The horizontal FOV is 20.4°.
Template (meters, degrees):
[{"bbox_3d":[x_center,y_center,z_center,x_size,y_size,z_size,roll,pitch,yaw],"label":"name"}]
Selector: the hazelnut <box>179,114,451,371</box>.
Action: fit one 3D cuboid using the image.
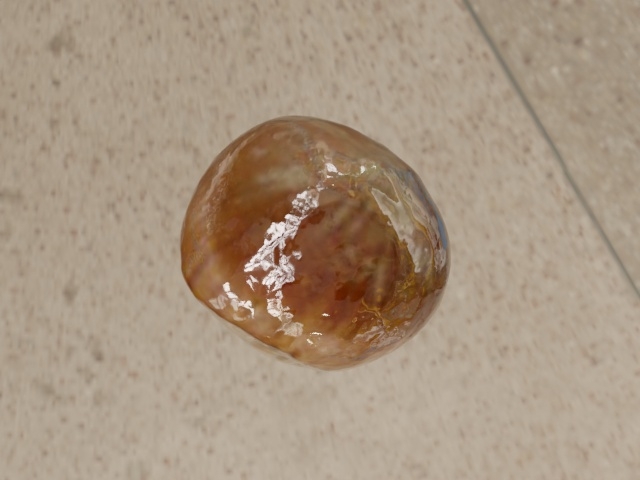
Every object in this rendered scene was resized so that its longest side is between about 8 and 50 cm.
[{"bbox_3d":[0.000,0.000,1.361,0.214,0.176,0.214,6,137,6],"label":"hazelnut"}]
